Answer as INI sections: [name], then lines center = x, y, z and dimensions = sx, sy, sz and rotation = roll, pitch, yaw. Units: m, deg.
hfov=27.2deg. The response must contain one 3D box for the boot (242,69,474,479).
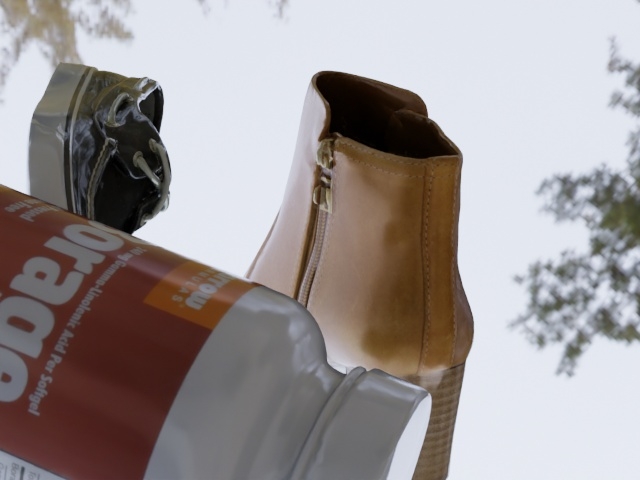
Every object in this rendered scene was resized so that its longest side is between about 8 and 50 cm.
[boot]
center = 0.000, 0.000, 0.800
dimensions = 0.104, 0.295, 0.211
rotation = -9, -70, -28

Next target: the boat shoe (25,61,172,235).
[boat shoe]
center = -0.113, -0.041, 0.692
dimensions = 0.070, 0.078, 0.219
rotation = 2, -151, -5

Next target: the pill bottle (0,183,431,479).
[pill bottle]
center = -0.075, 0.059, 0.495
dimensions = 0.216, 0.121, 0.121
rotation = 20, -113, 13
